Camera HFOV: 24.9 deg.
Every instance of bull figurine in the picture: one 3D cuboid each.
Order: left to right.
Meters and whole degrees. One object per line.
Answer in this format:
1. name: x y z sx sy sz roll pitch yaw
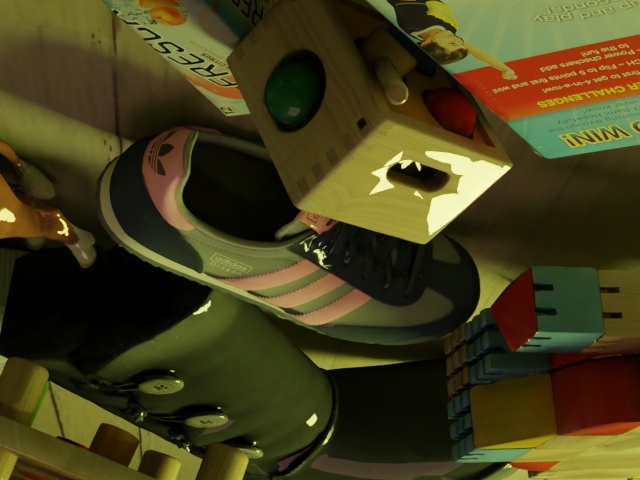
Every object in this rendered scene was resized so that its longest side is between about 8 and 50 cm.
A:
1. bull figurine: -0.332 0.030 1.157 0.310 0.101 0.188 -37 141 25

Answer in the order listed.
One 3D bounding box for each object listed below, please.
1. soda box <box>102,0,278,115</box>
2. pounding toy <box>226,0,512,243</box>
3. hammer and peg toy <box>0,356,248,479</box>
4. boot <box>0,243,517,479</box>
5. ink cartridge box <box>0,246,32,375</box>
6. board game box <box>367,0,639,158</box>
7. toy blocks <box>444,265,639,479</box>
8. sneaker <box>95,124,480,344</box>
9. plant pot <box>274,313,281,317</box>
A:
1. soda box: -0.067 -0.137 0.808 0.058 0.063 0.183 -3 156 27
2. pounding toy: 0.028 -0.074 0.764 0.141 0.130 0.100 15 130 -46
3. hammer and peg toy: -0.222 0.214 1.288 0.266 0.127 0.361 26 161 -17
4. boot: -0.024 0.115 1.333 0.367 0.146 0.445 -18 143 17
5. ink cartridge box: -0.388 0.066 1.421 0.330 0.071 0.324 12 160 -36
6. board game box: 0.170 -0.155 0.648 0.308 0.086 0.302 -8 155 35
7. toy blocks: 0.216 0.110 1.111 0.261 0.190 0.381 1 161 -13
8. sneaker: 0.000 0.000 1.071 0.319 0.112 0.131 16 160 -23
9. plant pot: -0.012 0.022 1.177 0.083 0.079 0.083 7 158 3
